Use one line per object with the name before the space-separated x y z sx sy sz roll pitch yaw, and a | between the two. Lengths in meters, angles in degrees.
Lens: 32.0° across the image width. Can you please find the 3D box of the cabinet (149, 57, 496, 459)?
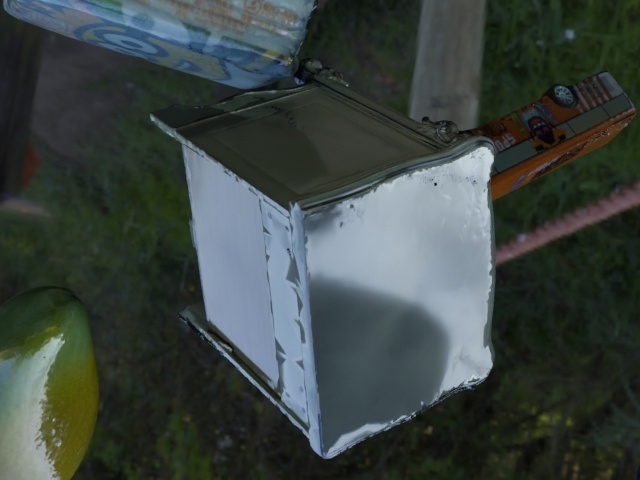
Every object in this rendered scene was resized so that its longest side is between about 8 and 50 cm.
cabinet | 0.000 0.000 1.184 0.227 0.290 0.318 -22 -147 -26

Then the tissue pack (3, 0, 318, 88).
tissue pack | -0.181 -0.266 1.216 0.311 0.128 0.228 16 178 -17

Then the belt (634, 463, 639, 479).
belt | 0.337 0.249 0.834 0.206 0.267 0.116 9 149 -37

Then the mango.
mango | -0.225 0.120 0.858 0.092 0.194 0.130 38 -152 30

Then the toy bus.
toy bus | 0.249 -0.121 1.426 0.409 0.092 0.093 -26 164 -36
